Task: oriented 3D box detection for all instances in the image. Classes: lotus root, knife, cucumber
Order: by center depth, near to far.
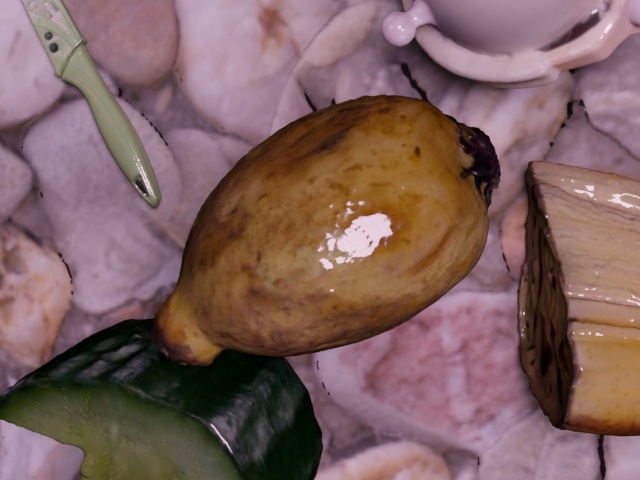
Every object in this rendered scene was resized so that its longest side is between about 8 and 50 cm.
[{"bbox_3d":[0.000,0.000,0.508,0.214,0.138,0.138,-35,88,-10],"label":"lotus root"},{"bbox_3d":[0.171,0.045,0.521,0.135,0.095,0.159,11,57,5],"label":"lotus root"},{"bbox_3d":[-0.092,0.147,0.565,0.191,0.130,0.191,3,101,16],"label":"cucumber"},{"bbox_3d":[-0.159,-0.111,0.606,0.030,0.014,0.207,-29,88,12],"label":"knife"}]

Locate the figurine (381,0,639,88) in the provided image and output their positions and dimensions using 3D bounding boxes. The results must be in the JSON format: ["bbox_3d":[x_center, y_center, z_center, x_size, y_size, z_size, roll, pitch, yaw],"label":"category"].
[{"bbox_3d":[0.134,-0.179,0.491,0.237,0.141,0.162,-47,57,14],"label":"figurine"}]
